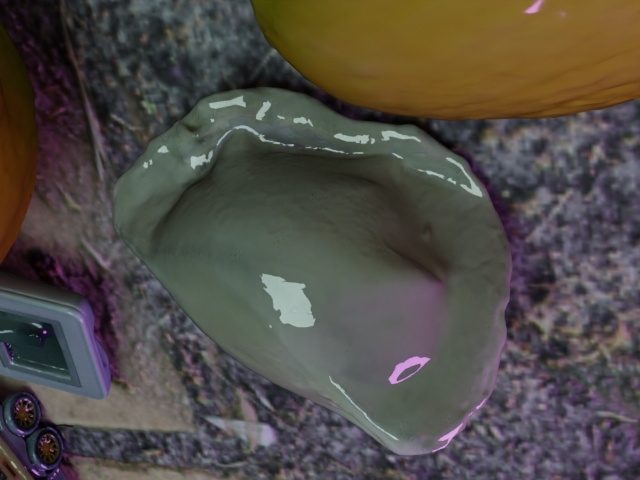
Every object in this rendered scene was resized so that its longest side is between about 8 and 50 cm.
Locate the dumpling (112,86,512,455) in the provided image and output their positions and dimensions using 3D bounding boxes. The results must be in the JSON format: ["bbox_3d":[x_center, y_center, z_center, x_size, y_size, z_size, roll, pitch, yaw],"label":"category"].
[{"bbox_3d":[0.000,0.000,0.622,0.228,0.124,0.151,33,90,11],"label":"dumpling"}]

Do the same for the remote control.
[{"bbox_3d":[-0.274,0.031,0.793,0.293,0.051,0.103,15,145,13],"label":"remote control"}]

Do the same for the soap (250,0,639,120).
[{"bbox_3d":[0.167,-0.149,0.349,0.427,0.306,0.115,-31,74,40],"label":"soap"}]

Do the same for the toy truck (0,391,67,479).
[{"bbox_3d":[-0.221,0.188,0.843,0.077,0.100,0.169,-12,115,31],"label":"toy truck"}]

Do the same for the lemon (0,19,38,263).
[{"bbox_3d":[-0.283,-0.044,0.627,0.283,0.260,0.261,-13,117,5],"label":"lemon"}]
